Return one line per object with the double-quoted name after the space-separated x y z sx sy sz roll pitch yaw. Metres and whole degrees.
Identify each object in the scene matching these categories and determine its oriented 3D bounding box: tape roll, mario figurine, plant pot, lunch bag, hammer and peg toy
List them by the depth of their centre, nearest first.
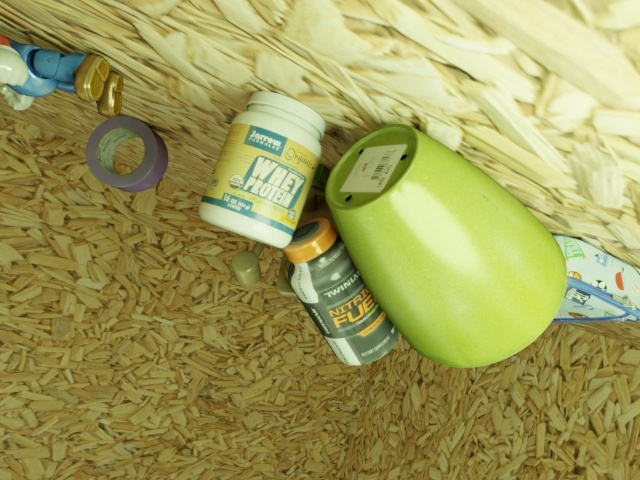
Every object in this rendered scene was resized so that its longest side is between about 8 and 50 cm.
0.150 -0.012 0.608 0.293 0.274 0.275 43 163 -35 "plant pot"
-0.523 -0.268 0.751 0.321 0.170 0.198 13 142 -1 "mario figurine"
0.472 0.095 0.885 0.243 0.114 0.303 25 164 -13 "lunch bag"
0.000 0.000 0.922 0.362 0.265 0.127 5 147 8 "hammer and peg toy"
-0.511 -0.227 1.165 0.189 0.188 0.080 20 177 4 "tape roll"

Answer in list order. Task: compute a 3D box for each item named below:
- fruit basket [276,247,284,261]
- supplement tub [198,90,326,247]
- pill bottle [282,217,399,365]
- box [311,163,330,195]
0.060 0.092 1.279 0.327 0.165 0.353 15 169 34 "fruit basket"
-0.083 -0.102 0.655 0.145 0.199 0.144 20 176 1 "supplement tub"
0.029 0.083 0.737 0.130 0.130 0.245 14 140 57 "pill bottle"
-0.023 -0.139 1.002 0.105 0.043 0.179 18 177 18 "box"
